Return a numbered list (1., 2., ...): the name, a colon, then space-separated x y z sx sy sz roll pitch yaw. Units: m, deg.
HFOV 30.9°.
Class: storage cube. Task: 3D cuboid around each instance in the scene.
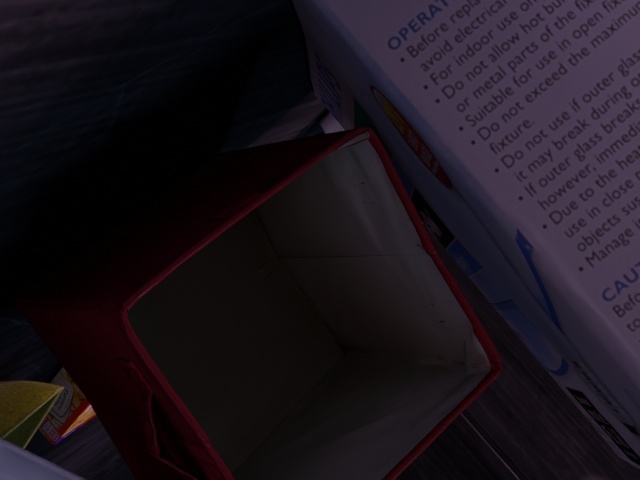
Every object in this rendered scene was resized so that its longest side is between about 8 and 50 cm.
1. storage cube: -0.045 0.059 0.724 0.215 0.183 0.193 -39 -162 -25

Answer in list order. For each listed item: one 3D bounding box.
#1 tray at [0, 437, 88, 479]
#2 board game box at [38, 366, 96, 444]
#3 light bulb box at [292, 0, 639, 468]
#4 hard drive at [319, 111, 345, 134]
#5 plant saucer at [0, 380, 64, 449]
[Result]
1. tray: -0.131 0.158 0.678 0.145 0.270 0.030 -3 -122 61
2. board game box: -0.180 0.101 1.094 0.147 0.045 0.193 -36 172 -46
3. light bulb box: 0.178 -0.060 0.689 0.225 0.361 0.358 -40 174 0
4. hard drive: 0.172 -0.156 1.003 0.307 0.040 0.203 -44 137 16
5. plant saucer: -0.303 0.189 0.904 0.188 0.045 0.188 -42 175 -40
